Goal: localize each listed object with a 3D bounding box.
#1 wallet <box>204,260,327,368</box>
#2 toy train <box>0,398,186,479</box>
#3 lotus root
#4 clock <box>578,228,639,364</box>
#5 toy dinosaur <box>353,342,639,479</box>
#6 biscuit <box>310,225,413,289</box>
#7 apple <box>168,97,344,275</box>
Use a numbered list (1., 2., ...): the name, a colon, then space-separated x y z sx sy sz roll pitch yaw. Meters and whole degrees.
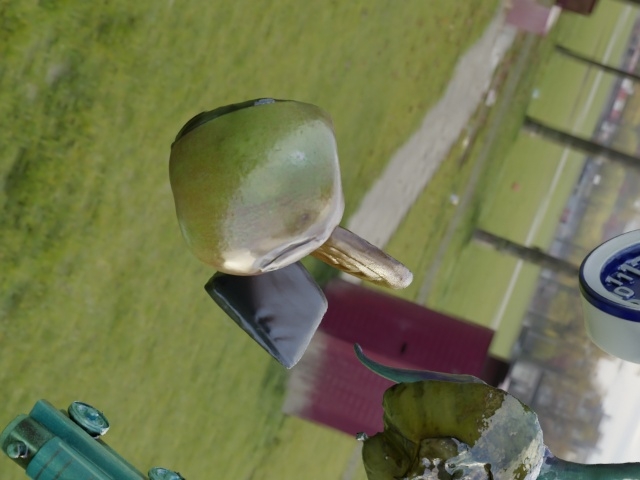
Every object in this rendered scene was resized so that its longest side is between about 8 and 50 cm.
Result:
1. wallet: -0.072 0.079 1.665 0.052 0.168 0.245 -40 -174 22
2. toy train: -0.321 0.343 1.700 0.120 0.298 0.194 -56 168 8
3. lotus root: 0.134 0.242 1.271 0.078 0.203 0.183 -59 139 -64
4. clock: 0.415 0.060 1.367 0.230 0.230 0.083 -53 134 -56
5. toy dinosaur: 0.265 0.240 1.656 0.331 0.383 0.129 -32 -170 42
6. biscuit: -0.001 0.001 1.555 0.037 0.262 0.262 -63 169 -5
7. apple: -0.066 -0.061 1.343 0.174 0.188 0.207 -88 164 -56
